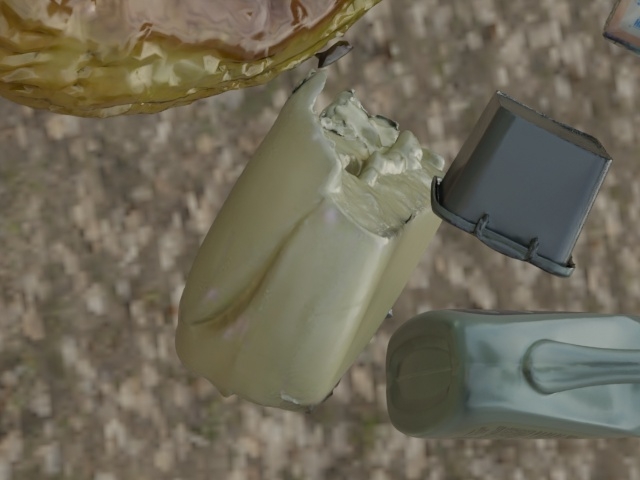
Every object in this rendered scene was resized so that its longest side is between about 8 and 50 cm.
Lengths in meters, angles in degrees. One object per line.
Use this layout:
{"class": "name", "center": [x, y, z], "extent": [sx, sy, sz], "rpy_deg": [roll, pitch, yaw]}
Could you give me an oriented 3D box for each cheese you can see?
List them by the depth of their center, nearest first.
{"class": "cheese", "center": [0.000, 0.000, 1.361], "extent": [0.233, 0.127, 0.266], "rpy_deg": [-62, 174, 14]}

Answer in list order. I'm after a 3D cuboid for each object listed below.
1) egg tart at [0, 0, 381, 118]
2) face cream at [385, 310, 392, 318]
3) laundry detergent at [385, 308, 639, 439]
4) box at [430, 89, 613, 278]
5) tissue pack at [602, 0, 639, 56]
{"class": "egg tart", "center": [-0.033, -0.205, 0.627], "extent": [0.352, 0.150, 0.352], "rpy_deg": [-28, 140, -26]}
{"class": "face cream", "center": [0.039, -0.002, 1.529], "extent": [0.034, 0.034, 0.130], "rpy_deg": [14, 64, -52]}
{"class": "laundry detergent", "center": [0.210, 0.110, 1.561], "extent": [0.280, 0.215, 0.105], "rpy_deg": [3, 80, -16]}
{"class": "box", "center": [0.111, -0.034, 1.048], "extent": [0.069, 0.084, 0.122], "rpy_deg": [-62, -177, 10]}
{"class": "tissue pack", "center": [0.234, -0.141, 1.219], "extent": [0.074, 0.094, 0.059], "rpy_deg": [-64, 177, 7]}
